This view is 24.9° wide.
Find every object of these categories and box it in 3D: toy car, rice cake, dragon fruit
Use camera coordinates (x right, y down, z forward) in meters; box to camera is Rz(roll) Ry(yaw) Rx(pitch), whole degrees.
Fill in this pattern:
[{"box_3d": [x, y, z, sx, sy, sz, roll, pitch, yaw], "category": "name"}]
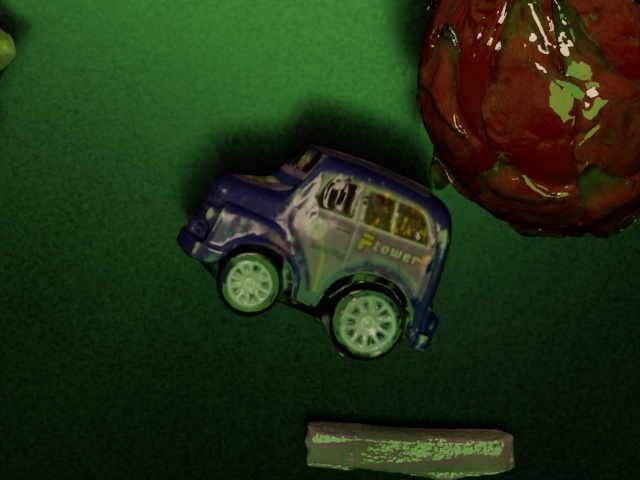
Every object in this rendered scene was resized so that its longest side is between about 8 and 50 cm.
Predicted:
[{"box_3d": [0.000, 0.000, 1.261, 0.235, 0.172, 0.158, 20, 93, -8], "category": "toy car"}, {"box_3d": [0.087, 0.201, 1.403, 0.206, 0.036, 0.047, 5, 121, -5], "category": "rice cake"}, {"box_3d": [0.189, -0.141, 1.169, 0.244, 0.244, 0.299, -18, 111, 4], "category": "dragon fruit"}]

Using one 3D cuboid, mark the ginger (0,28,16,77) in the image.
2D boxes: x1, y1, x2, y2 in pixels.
[{"box_3d": [-0.359, -0.085, 1.237, 0.137, 0.089, 0.290, 5, 124, -31], "category": "ginger"}]
